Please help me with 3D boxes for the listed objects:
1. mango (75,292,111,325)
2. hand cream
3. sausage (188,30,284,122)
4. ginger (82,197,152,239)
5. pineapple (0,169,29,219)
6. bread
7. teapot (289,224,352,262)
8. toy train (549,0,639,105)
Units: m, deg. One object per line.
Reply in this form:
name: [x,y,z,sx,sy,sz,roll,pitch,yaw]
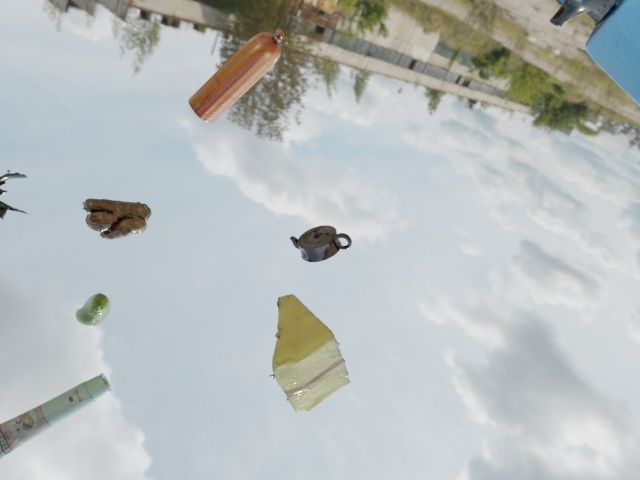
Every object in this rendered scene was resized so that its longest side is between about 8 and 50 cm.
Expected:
mango: [-0.636,0.199,1.482,0.074,0.165,0.091,48,-125,-13]
hand cream: [-0.663,0.422,1.245,0.085,0.331,0.058,62,168,1]
sausage: [-0.213,-0.442,1.388,0.093,0.312,0.093,44,-157,-24]
ginger: [-0.498,-0.047,1.279,0.162,0.073,0.103,6,-130,-18]
pineapple: [-0.705,-0.055,0.918,0.364,0.165,0.165,-22,-143,-3]
bread: [-0.069,0.317,1.491,0.198,0.263,0.236,-29,-137,-13]
teapot: [0.000,0.000,0.809,0.100,0.045,0.068,-4,-146,24]
toy train: [0.390,-0.297,0.510,0.265,0.300,0.188,50,-175,7]
